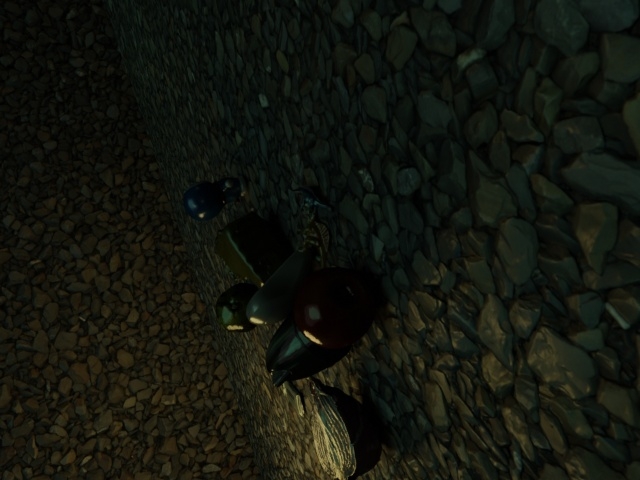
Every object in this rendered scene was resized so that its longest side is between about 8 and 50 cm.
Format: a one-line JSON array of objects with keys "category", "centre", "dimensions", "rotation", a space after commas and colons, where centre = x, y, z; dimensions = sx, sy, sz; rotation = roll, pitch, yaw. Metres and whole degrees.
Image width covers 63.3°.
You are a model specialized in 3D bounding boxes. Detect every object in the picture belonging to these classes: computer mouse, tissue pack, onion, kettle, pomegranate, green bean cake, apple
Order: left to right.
[{"category": "pomegranate", "centre": [-0.365, 0.290, 2.344], "dimensions": [0.204, 0.221, 0.276], "rotation": [62, 179, -23]}, {"category": "green bean cake", "centre": [-0.230, 0.059, 1.923], "dimensions": [0.285, 0.202, 0.310], "rotation": [55, 155, 6]}, {"category": "computer mouse", "centre": [-0.106, 0.155, 1.631], "dimensions": [0.121, 0.297, 0.184], "rotation": [40, 149, 11]}, {"category": "tissue pack", "centre": [-0.125, 0.702, 2.350], "dimensions": [0.193, 0.026, 0.123], "rotation": [31, 134, 55]}, {"category": "kettle", "centre": [-0.072, 0.319, 1.614], "dimensions": [0.271, 0.207, 0.251], "rotation": [-44, 48, 26]}, {"category": "apple", "centre": [0.038, 0.179, 1.387], "dimensions": [0.218, 0.218, 0.201], "rotation": [60, 157, 23]}, {"category": "onion", "centre": [0.080, 0.582, 1.678], "dimensions": [0.267, 0.159, 0.349], "rotation": [-35, 68, 53]}]

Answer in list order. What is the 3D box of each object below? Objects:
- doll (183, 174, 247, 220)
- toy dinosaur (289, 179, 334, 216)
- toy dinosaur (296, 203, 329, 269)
[{"category": "doll", "centre": [-0.417, -0.184, 2.046], "dimensions": [0.161, 0.256, 0.215], "rotation": [60, 159, 7]}, {"category": "toy dinosaur", "centre": [-0.030, -0.118, 1.508], "dimensions": [0.197, 0.045, 0.080], "rotation": [37, 116, 37]}, {"category": "toy dinosaur", "centre": [-0.001, -0.001, 1.559], "dimensions": [0.212, 0.057, 0.142], "rotation": [46, 129, 23]}]
